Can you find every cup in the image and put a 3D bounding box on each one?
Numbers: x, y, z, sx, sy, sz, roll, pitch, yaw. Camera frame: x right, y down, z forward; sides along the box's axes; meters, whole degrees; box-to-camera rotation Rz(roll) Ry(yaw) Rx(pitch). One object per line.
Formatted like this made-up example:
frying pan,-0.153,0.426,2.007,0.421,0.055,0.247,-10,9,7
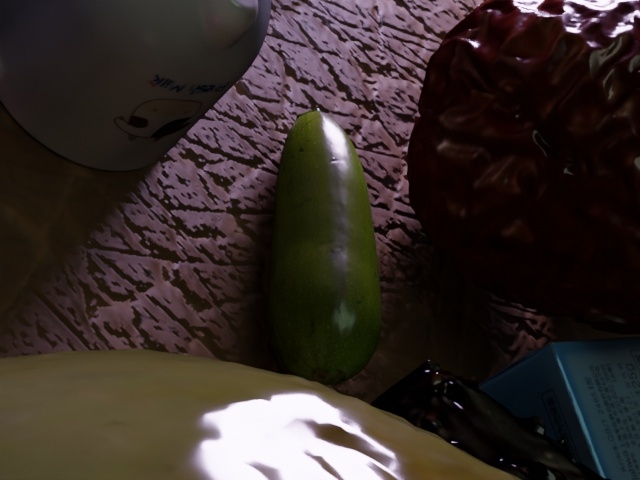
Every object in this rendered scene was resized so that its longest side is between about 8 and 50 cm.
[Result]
cup,-0.113,-0.137,0.826,0.173,0.142,0.134,25,49,-27

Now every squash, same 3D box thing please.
squash,0.000,0.000,0.895,0.066,0.066,0.201,23,42,-29

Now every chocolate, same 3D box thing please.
chocolate,0.079,0.130,0.828,0.156,0.156,0.133,-7,58,-44

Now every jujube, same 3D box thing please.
jujube,0.174,-0.053,0.949,0.232,0.213,0.213,20,33,28

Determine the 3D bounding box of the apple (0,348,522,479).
apple,-0.078,0.245,0.399,0.473,0.473,0.474,22,50,-29

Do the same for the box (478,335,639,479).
box,0.201,0.178,0.935,0.142,0.083,0.232,0,64,-42
